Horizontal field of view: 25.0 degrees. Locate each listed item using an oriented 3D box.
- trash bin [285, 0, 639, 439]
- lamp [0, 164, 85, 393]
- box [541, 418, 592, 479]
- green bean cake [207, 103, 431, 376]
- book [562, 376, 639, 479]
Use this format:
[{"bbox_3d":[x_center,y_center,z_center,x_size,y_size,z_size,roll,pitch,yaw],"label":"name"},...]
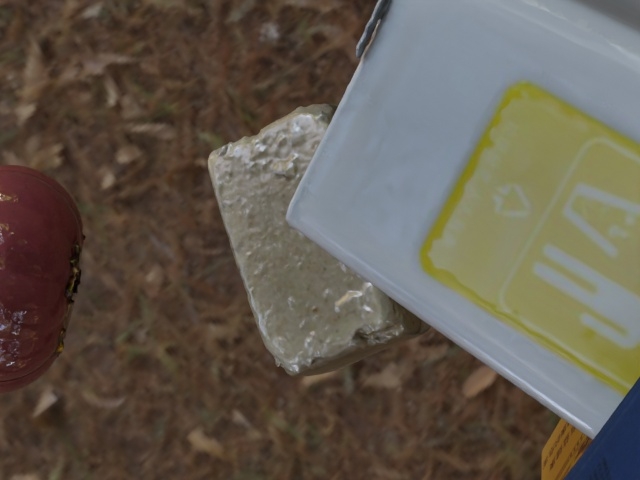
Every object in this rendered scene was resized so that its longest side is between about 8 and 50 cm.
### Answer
[{"bbox_3d":[0.196,-0.012,0.801,0.368,0.296,0.256,30,112,10],"label":"trash bin"},{"bbox_3d":[-0.258,0.029,1.127,0.140,0.182,0.182,9,123,-8],"label":"lamp"},{"bbox_3d":[0.277,0.225,1.370,0.076,0.274,0.174,23,116,-2],"label":"box"},{"bbox_3d":[0.000,0.000,1.039,0.109,0.085,0.179,-22,77,26],"label":"green bean cake"},{"bbox_3d":[0.123,0.194,0.645,0.025,0.191,0.269,15,128,-17],"label":"book"}]
